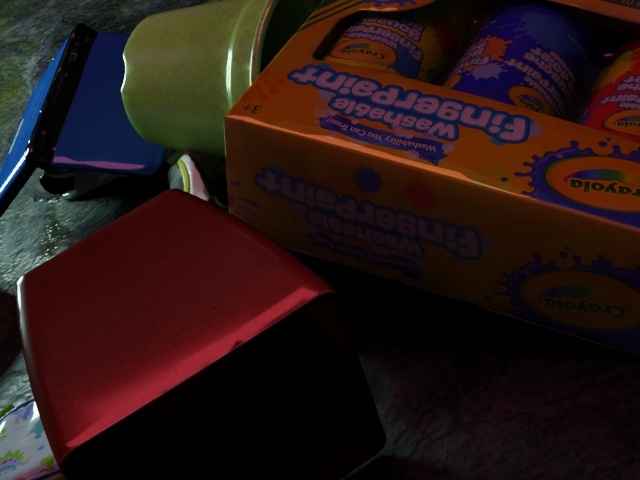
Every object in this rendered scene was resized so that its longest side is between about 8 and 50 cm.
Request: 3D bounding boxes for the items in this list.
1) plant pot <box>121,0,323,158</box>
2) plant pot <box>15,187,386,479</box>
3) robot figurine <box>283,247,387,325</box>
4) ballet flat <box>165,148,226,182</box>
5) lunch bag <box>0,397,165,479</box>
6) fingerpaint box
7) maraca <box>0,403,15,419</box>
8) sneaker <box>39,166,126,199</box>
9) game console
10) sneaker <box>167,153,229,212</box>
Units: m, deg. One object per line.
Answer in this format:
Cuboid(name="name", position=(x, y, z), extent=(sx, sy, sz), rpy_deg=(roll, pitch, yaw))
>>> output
Cuboid(name="plant pot", position=(-0.110, -0.210, 1.950), extent=(0.254, 0.276, 0.276), rpy_deg=(4, 39, 31))
Cuboid(name="plant pot", position=(-0.130, 0.115, 1.376), extent=(0.267, 0.267, 0.236), rpy_deg=(-31, 51, -11))
Cuboid(name="robot figurine", position=(0.002, 0.002, 1.646), extent=(0.209, 0.173, 0.278), rpy_deg=(29, 52, 16))
Cuboid(name="ballet flat", position=(-0.189, -0.127, 2.138), extent=(0.067, 0.073, 0.206), rpy_deg=(-43, 25, -2))
Cuboid(name="lunch bag", position=(-0.238, 0.211, 1.568), extent=(0.219, 0.090, 0.176), rpy_deg=(-23, 29, 7))
Cuboid(name="fingerpaint box", position=(0.181, -0.114, 1.517), extent=(0.445, 0.163, 0.371), rpy_deg=(17, 44, 19))
Cuboid(name="maraca", position=(-0.396, 0.232, 1.664), extent=(0.127, 0.099, 0.185), rpy_deg=(-36, 4, 7))
Cuboid(name="sneaker", position=(-0.377, -0.131, 2.284), extent=(0.132, 0.086, 0.229), rpy_deg=(-33, 29, -7))
Cuboid(name="game console", position=(-0.338, -0.166, 2.216), extent=(0.250, 0.173, 0.293), rpy_deg=(-45, 24, 43))
Cuboid(name="sneaker", position=(-0.176, -0.015, 1.895), extent=(0.121, 0.111, 0.300), rpy_deg=(-33, 22, 5))
